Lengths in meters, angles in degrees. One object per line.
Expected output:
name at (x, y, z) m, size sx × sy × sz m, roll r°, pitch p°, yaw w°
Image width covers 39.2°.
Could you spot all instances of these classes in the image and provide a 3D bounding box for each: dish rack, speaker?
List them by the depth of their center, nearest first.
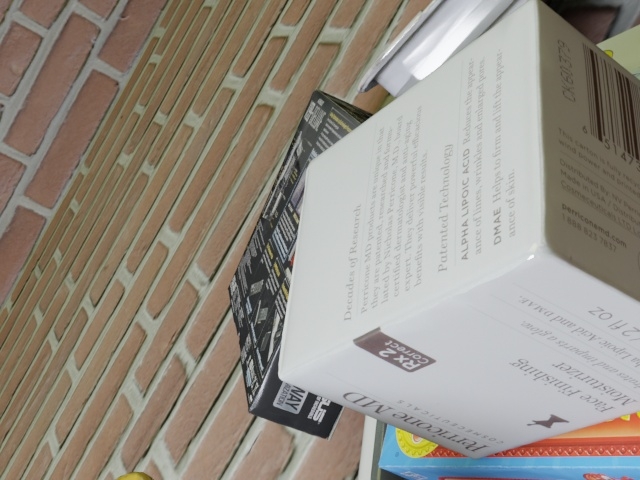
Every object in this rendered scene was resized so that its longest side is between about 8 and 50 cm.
speaker at (0.061, 0.149, 0.709) m, size 0.055 × 0.055 × 0.136 m, roll -31°, pitch 40°, yaw 45°
dish rack at (0.188, -0.233, 0.723) m, size 0.333 × 0.072 × 0.285 m, roll -46°, pitch -2°, yaw 28°

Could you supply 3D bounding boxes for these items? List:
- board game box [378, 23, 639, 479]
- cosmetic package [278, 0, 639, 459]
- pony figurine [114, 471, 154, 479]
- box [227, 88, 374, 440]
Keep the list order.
board game box at (0.193, 0.011, 0.572) m, size 0.308 × 0.086 × 0.302 m, roll -20°, pitch 48°, yaw 53°
cosmetic package at (0.096, 0.007, 0.480) m, size 0.184 × 0.151 × 0.151 m, roll -34°, pitch 39°, yaw 44°
pony figurine at (-0.033, 0.281, 0.503) m, size 0.351 × 0.363 × 0.303 m, roll -28°, pitch 33°, yaw 24°
box at (0.000, 0.000, 0.828) m, size 0.307 × 0.076 × 0.242 m, roll -121°, pitch 54°, yaw -72°
